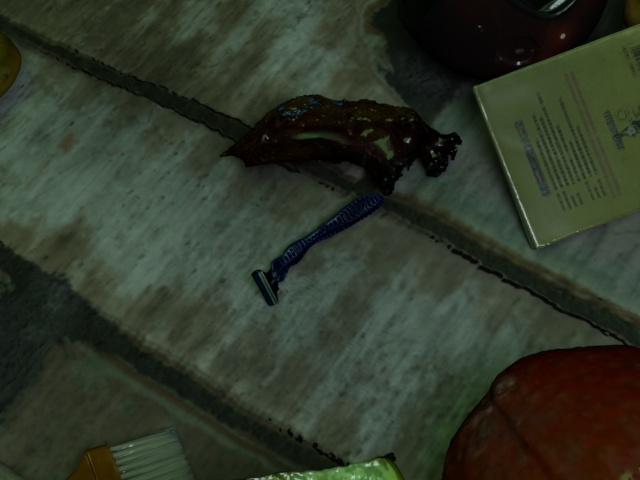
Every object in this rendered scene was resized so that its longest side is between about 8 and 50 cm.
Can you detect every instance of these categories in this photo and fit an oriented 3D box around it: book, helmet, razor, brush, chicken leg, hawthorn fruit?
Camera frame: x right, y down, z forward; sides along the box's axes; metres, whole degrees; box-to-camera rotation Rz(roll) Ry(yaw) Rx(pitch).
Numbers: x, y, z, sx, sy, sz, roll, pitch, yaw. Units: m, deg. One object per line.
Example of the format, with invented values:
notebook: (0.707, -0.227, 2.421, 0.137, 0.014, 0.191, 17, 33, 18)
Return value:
book: (0.262, -0.102, 1.056, 0.192, 0.013, 0.167, -20, 88, -2)
helmet: (0.180, -0.255, 1.102, 0.216, 0.193, 0.189, -12, 53, 24)
razor: (-0.003, -0.001, 1.085, 0.155, 0.044, 0.028, -38, 34, -14)
brush: (-0.254, 0.233, 0.930, 0.315, 0.017, 0.090, -13, 56, -25)
chicken leg: (0.023, -0.100, 1.116, 0.234, 0.063, 0.105, 11, 44, 17)
hawthorn fruit: (0.212, 0.206, 0.802, 0.262, 0.258, 0.258, 24, 67, 34)

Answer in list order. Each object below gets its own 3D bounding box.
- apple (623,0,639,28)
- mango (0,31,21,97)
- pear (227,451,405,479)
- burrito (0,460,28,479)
apple: (0.349, -0.227, 1.122, 0.084, 0.084, 0.071, -4, 67, 8)
mango: (-0.424, -0.173, 1.229, 0.195, 0.098, 0.137, -16, 56, -7)
pear: (-0.057, 0.320, 0.826, 0.287, 0.176, 0.281, -8, 64, -4)
burrito: (-0.385, 0.202, 1.006, 0.392, 0.076, 0.117, 26, 62, 19)
